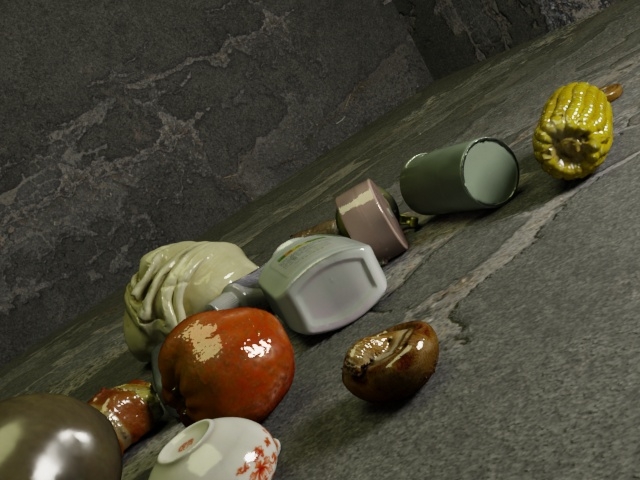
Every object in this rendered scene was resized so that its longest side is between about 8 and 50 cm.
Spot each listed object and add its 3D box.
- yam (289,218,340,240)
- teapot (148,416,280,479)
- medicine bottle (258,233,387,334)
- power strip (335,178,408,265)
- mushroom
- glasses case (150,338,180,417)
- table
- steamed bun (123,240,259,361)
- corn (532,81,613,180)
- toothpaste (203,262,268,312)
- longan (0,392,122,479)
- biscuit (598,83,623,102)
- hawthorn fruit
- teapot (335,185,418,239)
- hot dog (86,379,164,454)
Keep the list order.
[{"bbox_3d":[0.002,0.002,1.818,0.127,0.084,0.084,-18,16,34],"label":"yam"},{"bbox_3d":[-0.128,0.269,0.915,0.159,0.116,0.245,-8,28,36],"label":"teapot"},{"bbox_3d":[-0.010,0.064,1.448,0.179,0.124,0.324,-30,12,-9],"label":"medicine bottle"},{"bbox_3d":[0.096,-0.031,1.527,0.078,0.154,0.154,-30,11,10],"label":"power strip"},{"bbox_3d":[0.081,0.135,0.972,0.127,0.087,0.127,-30,15,9],"label":"mushroom"},{"bbox_3d":[-0.225,0.214,1.451,0.131,0.074,0.323,-30,10,-9],"label":"glasses case"},{"bbox_3d":[0.253,-0.114,1.551,0.126,0.126,0.220,-34,11,-22],"label":"table"},{"bbox_3d":[-0.283,0.105,1.753,0.289,0.203,0.276,-19,15,41],"label":"steamed bun"},{"bbox_3d":[0.444,-0.203,1.460,0.131,0.131,0.344,-25,11,25],"label":"corn"},{"bbox_3d":[-0.118,0.091,1.649,0.282,0.099,0.068,-27,-24,-46],"label":"toothpaste"},{"bbox_3d":[-0.364,0.303,1.044,0.248,0.248,0.248,-29,11,6],"label":"longan"},{"bbox_3d":[0.574,-0.292,1.780,0.175,0.026,0.124,-38,13,-37],"label":"biscuit"},{"bbox_3d":[-0.124,0.172,1.119,0.189,0.189,0.189,-29,11,6],"label":"hawthorn fruit"},{"bbox_3d":[0.115,-0.045,1.665,0.166,0.130,0.119,8,6,16],"label":"teapot"},{"bbox_3d":[-0.345,0.296,1.320,0.146,0.103,0.213,-22,14,39],"label":"hot dog"}]
